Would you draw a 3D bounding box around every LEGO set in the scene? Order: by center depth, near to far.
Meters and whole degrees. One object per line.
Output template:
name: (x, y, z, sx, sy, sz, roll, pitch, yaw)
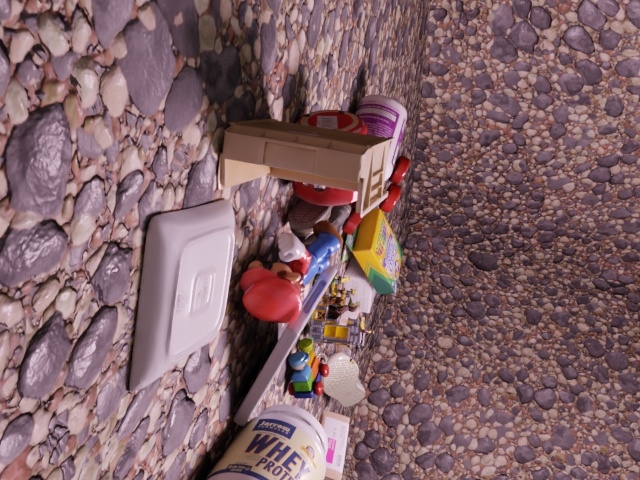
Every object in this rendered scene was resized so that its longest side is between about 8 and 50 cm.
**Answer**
LEGO set: (0.088, 0.243, 2.025, 0.331, 0.192, 0.255, 71, 26, -64)

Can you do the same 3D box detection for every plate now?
plate: (-0.211, 0.081, 1.029, 0.278, 0.045, 0.277, -29, 131, -72)

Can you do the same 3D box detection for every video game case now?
video game case: (-0.082, 0.247, 1.497, 0.329, 0.036, 0.300, -61, 176, 31)

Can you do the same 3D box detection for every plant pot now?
plant pot: (0.027, -0.197, 1.432, 0.191, 0.191, 0.174, -59, 155, -52)

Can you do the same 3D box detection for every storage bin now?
storage bin: (-0.017, -0.141, 1.142, 0.260, 0.262, 0.123, -38, 139, -69)

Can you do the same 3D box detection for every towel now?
towel: (0.104, -0.001, 2.303, 0.113, 0.023, 0.152, -21, 125, -71)

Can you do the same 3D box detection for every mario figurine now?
mario figurine: (-0.081, 0.052, 1.372, 0.320, 0.170, 0.198, -42, 130, -55)

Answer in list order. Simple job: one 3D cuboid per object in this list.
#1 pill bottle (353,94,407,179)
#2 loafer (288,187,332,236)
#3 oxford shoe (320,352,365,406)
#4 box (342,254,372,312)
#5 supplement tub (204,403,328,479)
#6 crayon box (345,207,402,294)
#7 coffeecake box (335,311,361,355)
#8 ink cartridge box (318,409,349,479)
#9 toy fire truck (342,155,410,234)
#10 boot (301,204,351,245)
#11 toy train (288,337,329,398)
pill bottle: (0.155, -0.283, 1.920, 0.169, 0.169, 0.302, 71, 35, -66)
loafer: (-0.014, -0.060, 1.592, 0.251, 0.094, 0.087, -52, 147, -61)
oxford shoe: (0.076, 0.541, 2.490, 0.130, 0.169, 0.449, 62, -1, 33)
box: (0.168, 0.158, 2.488, 0.181, 0.119, 0.182, -63, 161, -46)
supplement tub: (-0.122, 0.547, 1.417, 0.325, 0.235, 0.235, -47, 147, -65)
crayon box: (0.209, 0.028, 2.313, 0.323, 0.083, 0.203, 56, 38, -42)
coffeecake box: (0.118, 0.358, 2.582, 0.142, 0.068, 0.185, 85, 22, -49)
ink cartridge box: (0.008, 0.627, 1.721, 0.235, 0.088, 0.193, -72, 178, -60)
toy fire truck: (0.170, -0.190, 2.153, 0.302, 0.169, 0.254, -68, -172, -31)
boot: (-0.002, -0.001, 1.735, 0.208, 0.076, 0.190, -59, 177, -36)
toy train: (-0.035, 0.364, 1.940, 0.248, 0.105, 0.143, -63, 144, -60)
